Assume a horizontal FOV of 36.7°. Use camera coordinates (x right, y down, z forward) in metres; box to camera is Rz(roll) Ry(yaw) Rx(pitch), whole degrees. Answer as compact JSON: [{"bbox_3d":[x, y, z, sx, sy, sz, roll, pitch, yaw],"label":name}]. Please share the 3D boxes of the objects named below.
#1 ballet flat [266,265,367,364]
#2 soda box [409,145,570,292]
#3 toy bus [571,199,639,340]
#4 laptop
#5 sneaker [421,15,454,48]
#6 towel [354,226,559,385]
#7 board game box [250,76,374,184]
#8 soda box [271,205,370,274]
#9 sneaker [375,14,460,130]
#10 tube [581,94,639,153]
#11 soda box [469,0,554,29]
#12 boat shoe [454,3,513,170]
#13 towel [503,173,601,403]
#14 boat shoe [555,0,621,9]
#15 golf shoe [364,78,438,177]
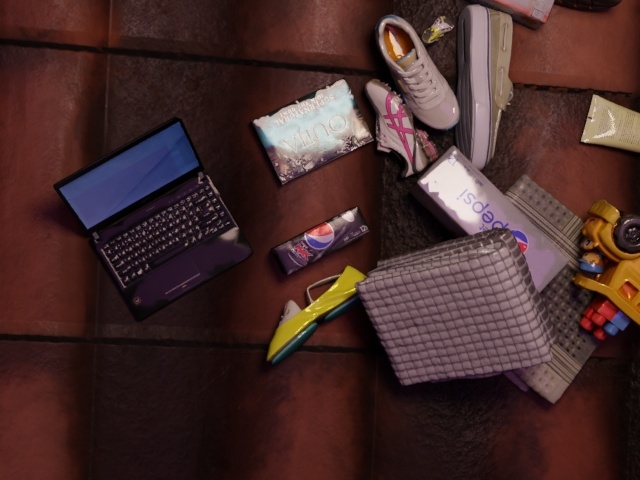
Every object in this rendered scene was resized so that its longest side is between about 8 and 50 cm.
[{"bbox_3d":[-0.016,0.124,1.694,0.231,0.077,0.077,-36,74,-10],"label":"ballet flat"},{"bbox_3d":[0.292,-0.027,1.690,0.286,0.091,0.098,44,82,2],"label":"soda box"},{"bbox_3d":[0.524,0.065,1.710,0.220,0.149,0.211,40,97,-4],"label":"toy bus"},{"bbox_3d":[-0.270,-0.032,1.612,0.234,0.136,0.264,-30,95,-8],"label":"laptop"},{"bbox_3d":[0.207,-0.376,1.745,0.083,0.035,0.031,-37,85,-29],"label":"sneaker"},{"bbox_3d":[0.231,0.117,1.639,0.283,0.121,0.235,-15,113,28],"label":"towel"},{"bbox_3d":[-0.014,-0.193,1.709,0.186,0.026,0.126,-27,94,-8],"label":"board game box"},{"bbox_3d":[0.000,0.000,1.695,0.169,0.060,0.053,-28,93,-8],"label":"soda box"},{"bbox_3d":[0.165,-0.290,1.696,0.087,0.092,0.229,-34,92,10],"label":"sneaker"},{"bbox_3d":[0.610,-0.196,1.802,0.240,0.062,0.070,16,44,-4],"label":"tube"},{"bbox_3d":[0.328,-0.448,1.747,0.183,0.063,0.058,22,86,-9],"label":"soda box"},{"bbox_3d":[0.299,-0.273,1.723,0.094,0.109,0.302,2,87,-11],"label":"boat shoe"},{"bbox_3d":[0.394,0.091,1.773,0.324,0.056,0.312,40,81,-5],"label":"towel"},{"bbox_3d":[0.394,-0.527,1.725,0.355,0.132,0.130,21,87,-10],"label":"boat shoe"},{"bbox_3d":[0.128,-0.199,1.712,0.086,0.067,0.186,-36,96,-6],"label":"golf shoe"}]
